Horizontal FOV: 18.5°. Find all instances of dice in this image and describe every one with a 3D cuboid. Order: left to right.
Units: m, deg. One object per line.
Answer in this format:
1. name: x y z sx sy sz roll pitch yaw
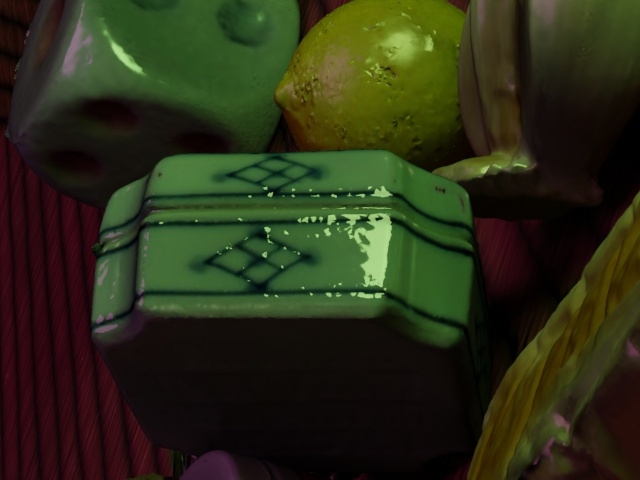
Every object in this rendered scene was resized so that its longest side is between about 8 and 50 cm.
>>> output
1. dice: -0.190 -0.199 2.249 0.268 0.262 0.265 -47 31 50

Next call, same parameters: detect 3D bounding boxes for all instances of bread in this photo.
1. bread: 0.215 0.102 1.116 0.388 0.183 0.236 -59 7 44

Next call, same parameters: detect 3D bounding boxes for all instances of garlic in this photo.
1. garlic: 0.179 -0.168 1.457 0.279 0.132 0.325 173 109 -73

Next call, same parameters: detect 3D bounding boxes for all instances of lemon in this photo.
1. lemon: 0.065 -0.125 1.659 0.173 0.206 0.173 -21 -90 -87

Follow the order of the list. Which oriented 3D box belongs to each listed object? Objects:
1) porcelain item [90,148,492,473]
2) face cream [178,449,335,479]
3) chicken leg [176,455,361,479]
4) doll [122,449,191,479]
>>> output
1. porcelain item: -0.016 0.055 1.484 0.281 0.286 0.157 69 -158 -58
2. face cream: -0.023 0.278 1.506 0.201 0.187 0.201 -51 28 42
3. chicken leg: -0.058 0.160 1.770 0.211 0.140 0.361 -59 19 9
4. doll: -0.179 0.298 2.012 0.221 0.105 0.115 -53 -15 24
